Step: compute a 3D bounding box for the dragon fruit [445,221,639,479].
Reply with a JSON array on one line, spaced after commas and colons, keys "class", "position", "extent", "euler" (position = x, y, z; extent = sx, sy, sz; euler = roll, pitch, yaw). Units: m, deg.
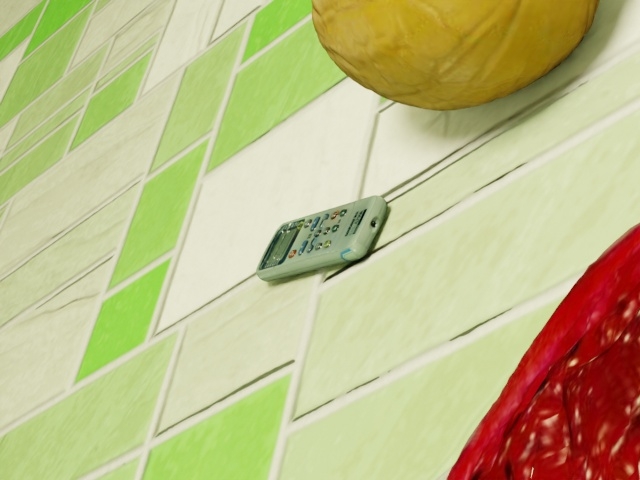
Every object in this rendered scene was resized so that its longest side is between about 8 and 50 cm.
[{"class": "dragon fruit", "position": [0.134, 0.168, 0.338], "extent": [0.386, 0.249, 0.371], "euler": [-67, 9, -10]}]

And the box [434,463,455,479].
[{"class": "box", "position": [0.064, 0.211, 0.660], "extent": [0.142, 0.044, 0.285], "euler": [-43, 26, 12]}]

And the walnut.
[{"class": "walnut", "position": [0.083, -0.184, 1.000], "extent": [0.193, 0.193, 0.226], "euler": [-56, 25, -9]}]

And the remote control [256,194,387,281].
[{"class": "remote control", "position": [0.000, 0.000, 1.082], "extent": [0.124, 0.018, 0.053], "euler": [-15, 42, 52]}]
